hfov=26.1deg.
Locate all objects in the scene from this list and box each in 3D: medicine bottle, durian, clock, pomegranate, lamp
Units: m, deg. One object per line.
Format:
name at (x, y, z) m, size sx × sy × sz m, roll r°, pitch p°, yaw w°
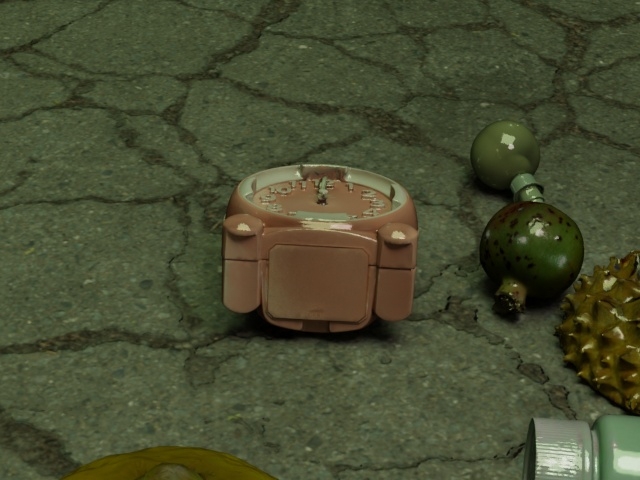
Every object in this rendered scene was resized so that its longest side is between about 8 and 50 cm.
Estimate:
medicine bottle at (0.302, 0.232, 1.263) m, size 0.225 × 0.139 × 0.139 m, roll 5°, pitch 35°, yaw 3°
durian at (0.378, 0.105, 1.474) m, size 0.191 × 0.112 × 0.341 m, roll -15°, pitch 38°, yaw -24°
clock at (0.000, 0.000, 1.596) m, size 0.227 × 0.142 × 0.241 m, roll 3°, pitch 25°, yaw 0°
pomegranate at (0.240, 0.014, 1.591) m, size 0.130 × 0.130 × 0.130 m, roll 2°, pitch 35°, yaw -1°
lamp at (0.255, -0.080, 1.768) m, size 0.091 × 0.091 × 0.163 m, roll -10°, pitch 51°, yaw -18°

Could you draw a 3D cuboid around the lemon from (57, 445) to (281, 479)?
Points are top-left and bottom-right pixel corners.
lemon at (-0.105, 0.307, 0.952) m, size 0.364 × 0.364 × 0.364 m, roll 2°, pitch 35°, yaw -1°
